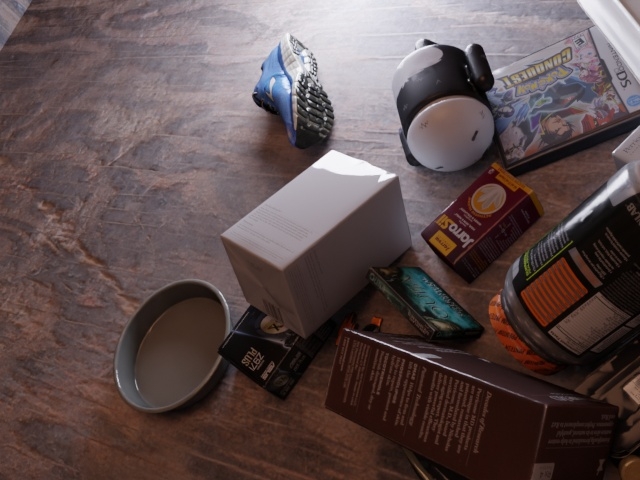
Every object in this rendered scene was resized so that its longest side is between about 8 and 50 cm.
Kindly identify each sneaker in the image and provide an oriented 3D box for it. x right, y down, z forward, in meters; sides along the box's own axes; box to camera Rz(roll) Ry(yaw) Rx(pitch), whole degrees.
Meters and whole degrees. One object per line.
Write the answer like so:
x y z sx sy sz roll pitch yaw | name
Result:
0.217 0.351 1.225 0.118 0.083 0.222 -36 48 -9 | sneaker
-0.070 -0.319 1.814 0.147 0.130 0.330 -36 44 27 | sneaker

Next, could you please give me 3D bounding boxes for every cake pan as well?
-0.296 0.220 1.637 0.293 0.054 0.293 -16 54 23 | cake pan

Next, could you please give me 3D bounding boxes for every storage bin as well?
0.458 0.227 1.136 0.180 0.084 0.122 -41 48 4 | storage bin

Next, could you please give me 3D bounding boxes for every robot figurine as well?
0.236 -0.262 1.536 0.173 0.209 0.278 -11 53 2 | robot figurine

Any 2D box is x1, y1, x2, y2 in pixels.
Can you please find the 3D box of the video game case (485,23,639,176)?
0.448 -0.267 1.492 0.275 0.035 0.248 -22 52 19 | video game case

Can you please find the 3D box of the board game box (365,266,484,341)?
0.178 0.106 1.368 0.186 0.126 0.026 45 122 42 | board game box

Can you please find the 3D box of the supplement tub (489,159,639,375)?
0.405 0.051 1.154 0.316 0.193 0.193 -47 41 35 | supplement tub

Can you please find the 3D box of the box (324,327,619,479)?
0.204 0.242 1.156 0.381 0.191 0.143 17 94 47 | box

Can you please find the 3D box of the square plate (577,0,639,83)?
0.686 -0.423 1.411 0.347 0.049 0.344 -24 52 9 | square plate

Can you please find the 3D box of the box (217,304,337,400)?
-0.083 0.185 1.509 0.147 0.077 0.180 29 79 40 | box

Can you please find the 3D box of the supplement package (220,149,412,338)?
0.000 0.000 1.452 0.293 0.175 0.177 -39 44 -25 | supplement package

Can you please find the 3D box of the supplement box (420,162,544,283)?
0.286 -0.031 1.412 0.188 0.081 0.104 -44 48 1 | supplement box

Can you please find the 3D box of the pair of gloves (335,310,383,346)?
0.071 0.169 1.467 0.083 0.010 0.074 9 65 33 | pair of gloves

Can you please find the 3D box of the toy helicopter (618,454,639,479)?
0.503 0.310 1.004 0.235 0.140 0.355 22 91 13 | toy helicopter

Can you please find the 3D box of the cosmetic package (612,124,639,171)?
0.622 -0.129 1.227 0.224 0.138 0.224 -46 47 -1 | cosmetic package
